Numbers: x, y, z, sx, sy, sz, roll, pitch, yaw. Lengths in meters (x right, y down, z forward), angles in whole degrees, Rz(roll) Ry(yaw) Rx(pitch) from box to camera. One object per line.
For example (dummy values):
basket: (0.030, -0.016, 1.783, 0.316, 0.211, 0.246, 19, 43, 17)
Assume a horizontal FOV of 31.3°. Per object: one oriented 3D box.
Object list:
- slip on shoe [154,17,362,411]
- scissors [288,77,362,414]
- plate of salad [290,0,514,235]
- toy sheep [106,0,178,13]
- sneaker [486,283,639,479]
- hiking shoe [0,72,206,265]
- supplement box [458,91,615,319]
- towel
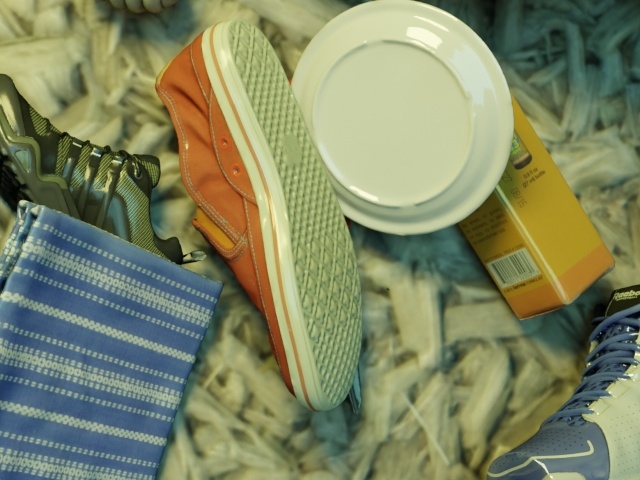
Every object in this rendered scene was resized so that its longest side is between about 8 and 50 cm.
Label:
slip on shoe: (-0.050, -0.016, 0.955, 0.101, 0.123, 0.331, -21, 88, 29)
scissors: (0.000, 0.000, 1.012, 0.109, 0.021, 0.297, 8, 83, -15)
plate of salad: (0.067, -0.103, 0.964, 0.199, 0.048, 0.200, 8, 109, 23)
toy sheep: (-0.154, -0.235, 0.966, 0.132, 0.091, 0.091, 19, 78, 8)
sneaker: (0.264, 0.133, 1.001, 0.315, 0.127, 0.182, -8, 77, -33)
hiking shoe: (-0.194, -0.049, 0.944, 0.114, 0.086, 0.227, -38, 101, -26)
supplement box: (0.160, -0.050, 1.021, 0.078, 0.080, 0.233, -32, 93, -31)
towel: (-0.190, 0.160, 0.848, 0.040, 0.243, 0.336, 14, 81, 32)
